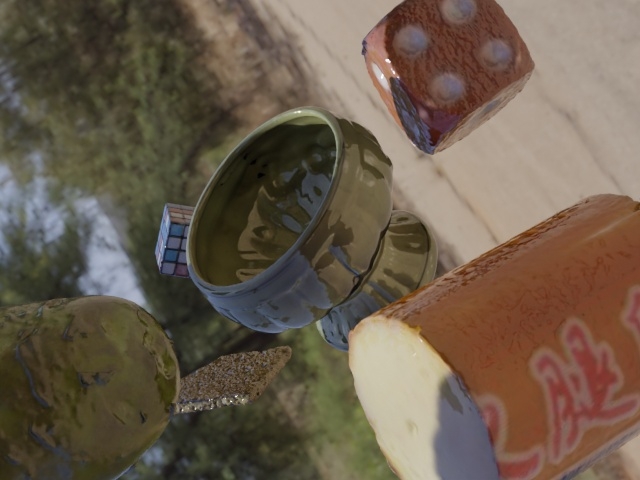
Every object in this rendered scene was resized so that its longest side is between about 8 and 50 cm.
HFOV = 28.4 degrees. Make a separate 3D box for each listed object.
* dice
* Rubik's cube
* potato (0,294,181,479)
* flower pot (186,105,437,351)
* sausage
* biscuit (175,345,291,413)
[{"bbox_3d":[0.164,-0.234,1.682,0.179,0.174,0.175,53,175,5],"label":"dice"},{"bbox_3d":[-0.210,0.003,2.033,0.092,0.092,0.092,-119,41,-67],"label":"Rubik's cube"},{"bbox_3d":[-0.255,0.142,1.011,0.141,0.298,0.176,82,167,-60],"label":"potato"},{"bbox_3d":[0.000,0.000,1.662,0.244,0.307,0.307,37,-170,-36],"label":"flower pot"},{"bbox_3d":[0.204,0.113,1.199,0.233,0.287,0.233,49,155,33],"label":"sausage"},{"bbox_3d":[-0.160,0.217,1.926,0.131,0.237,0.026,-45,-65,-48],"label":"biscuit"}]
